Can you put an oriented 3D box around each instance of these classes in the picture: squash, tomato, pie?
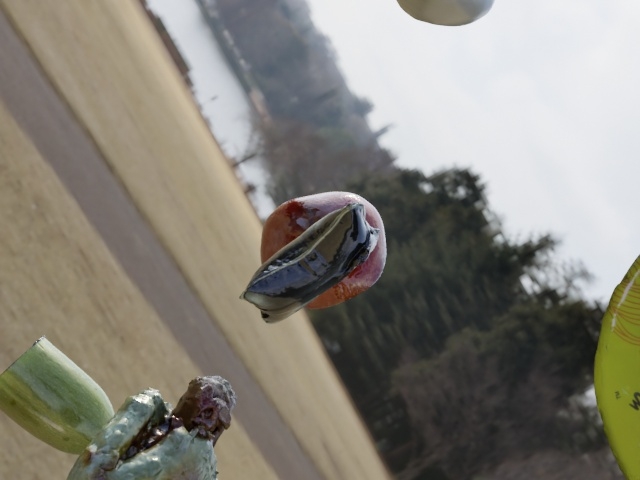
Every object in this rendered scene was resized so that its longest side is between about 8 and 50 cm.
[{"bbox_3d":[-0.365,0.231,1.637,0.187,0.123,0.123,41,4,-5],"label":"squash"},{"bbox_3d":[0.000,0.000,1.350,0.069,0.156,0.155,76,-11,-56],"label":"tomato"},{"bbox_3d":[-0.195,0.277,1.183,0.105,0.257,0.274,30,-50,25],"label":"pie"}]

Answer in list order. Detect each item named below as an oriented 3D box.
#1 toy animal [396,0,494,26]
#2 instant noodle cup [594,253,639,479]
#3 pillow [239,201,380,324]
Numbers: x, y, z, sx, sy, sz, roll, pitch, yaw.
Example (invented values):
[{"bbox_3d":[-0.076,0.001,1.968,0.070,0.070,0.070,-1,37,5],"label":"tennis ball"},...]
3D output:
[{"bbox_3d":[0.105,-0.265,0.653,0.196,0.241,0.367,27,-3,12],"label":"toy animal"},{"bbox_3d":[0.387,0.113,0.949,0.311,0.311,0.221,62,11,14],"label":"instant noodle cup"},{"bbox_3d":[-0.007,0.020,1.034,0.055,0.136,0.091,54,0,-1],"label":"pillow"}]
